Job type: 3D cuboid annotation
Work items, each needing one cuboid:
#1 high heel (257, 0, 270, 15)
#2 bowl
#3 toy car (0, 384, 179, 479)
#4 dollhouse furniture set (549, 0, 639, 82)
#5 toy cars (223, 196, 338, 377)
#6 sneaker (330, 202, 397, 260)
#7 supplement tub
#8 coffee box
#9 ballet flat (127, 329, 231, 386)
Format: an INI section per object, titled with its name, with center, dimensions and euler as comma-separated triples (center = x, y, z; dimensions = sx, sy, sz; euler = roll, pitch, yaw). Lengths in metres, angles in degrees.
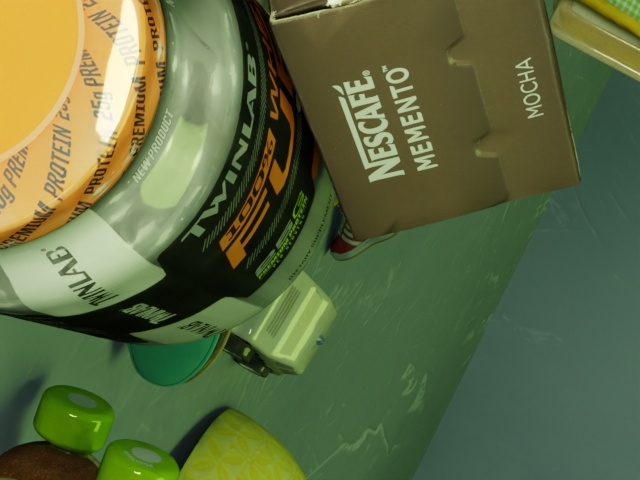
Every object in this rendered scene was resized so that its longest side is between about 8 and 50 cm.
[high heel]
center = -0.088, -0.067, 1.154
dimensions = 0.186, 0.093, 0.261
euler = 38, 72, -71
[bowl]
center = -0.074, 0.319, 1.822
dimensions = 0.289, 0.156, 0.289
euler = 24, 90, -81
[toy car]
center = -0.210, 0.186, 1.239
dimensions = 0.188, 0.149, 0.155
euler = 8, 109, -46
[dollhouse furniture set]
center = 0.196, -0.233, 1.461
dimensions = 0.151, 0.301, 0.198
euler = -45, 162, -59
[toy cars]
center = 0.000, 0.000, 1.665
dimensions = 0.176, 0.087, 0.394
euler = -47, 161, -47
[sneaker]
center = 0.030, -0.023, 1.863
dimensions = 0.118, 0.067, 0.042
euler = -29, -158, 52
[supplement tub]
center = -0.110, -0.055, 0.890
dimensions = 0.194, 0.193, 0.316
euler = -62, 167, 0
[coffee box]
center = 0.035, -0.173, 0.961
dimensions = 0.168, 0.118, 0.297
euler = 69, 10, -51
[ballet flat]
center = -0.089, 0.012, 1.381
dimensions = 0.232, 0.080, 0.073
euler = 106, 2, -46
